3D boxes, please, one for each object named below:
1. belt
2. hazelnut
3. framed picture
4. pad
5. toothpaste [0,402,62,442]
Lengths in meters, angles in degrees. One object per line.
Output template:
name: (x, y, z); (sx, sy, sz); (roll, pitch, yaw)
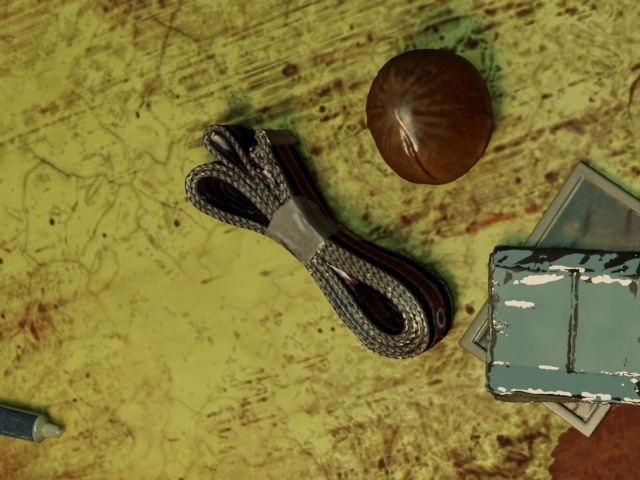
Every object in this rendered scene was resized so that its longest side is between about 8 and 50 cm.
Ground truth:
belt: (0.000, 0.000, 1.764); (0.359, 0.094, 0.126); (43, 108, 15)
hazelnut: (0.119, -0.136, 1.692); (0.150, 0.150, 0.150); (0, 91, 19)
framed picture: (0.289, 0.065, 1.703); (0.184, 0.016, 0.250); (37, 103, 16)
pad: (0.294, 0.092, 1.683); (0.233, 0.022, 0.174); (0, 90, 18)
toothpaste: (-0.409, 0.221, 1.944); (0.197, 0.035, 0.057); (10, 86, 22)
